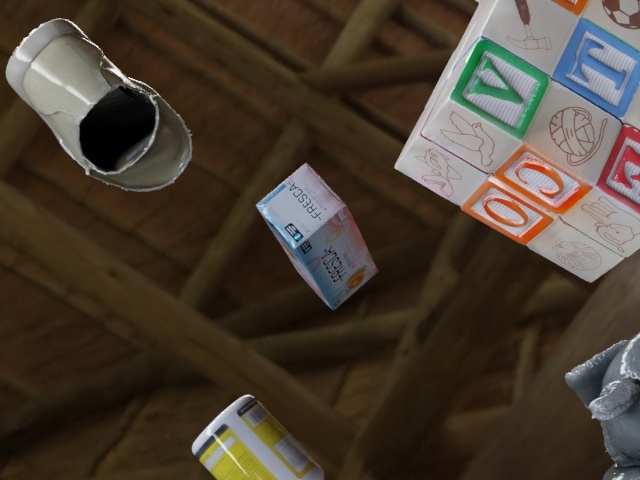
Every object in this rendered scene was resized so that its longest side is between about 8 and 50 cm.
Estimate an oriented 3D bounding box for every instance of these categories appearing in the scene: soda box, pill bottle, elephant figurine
[{"bbox_3d":[0.000,0.000,1.266,0.058,0.063,0.183,47,174,23],"label":"soda box"},{"bbox_3d":[-0.061,0.284,1.668,0.184,0.103,0.103,46,-156,8],"label":"pill bottle"},{"bbox_3d":[0.302,0.168,1.247,0.186,0.239,0.169,30,-121,-1],"label":"elephant figurine"}]

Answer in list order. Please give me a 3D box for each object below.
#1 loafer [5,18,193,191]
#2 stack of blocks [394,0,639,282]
[{"bbox_3d":[-0.182,-0.097,1.217,0.092,0.102,0.268,47,-177,25],"label":"loafer"},{"bbox_3d":[0.149,-0.149,0.772,0.171,0.087,0.297,30,-116,-4],"label":"stack of blocks"}]
